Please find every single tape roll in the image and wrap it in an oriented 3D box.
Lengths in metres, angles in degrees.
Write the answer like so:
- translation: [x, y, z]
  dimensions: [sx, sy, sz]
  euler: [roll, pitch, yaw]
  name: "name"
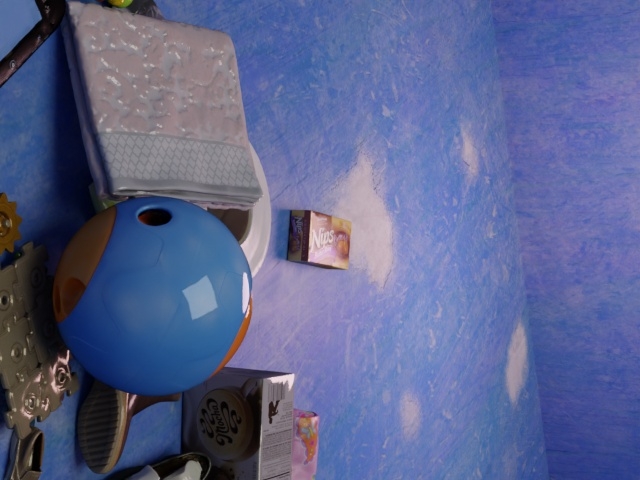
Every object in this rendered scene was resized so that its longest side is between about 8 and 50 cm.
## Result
- translation: [-0.195, -0.058, 1.889]
  dimensions: [0.286, 0.100, 0.286]
  euler: [22, 65, -61]
  name: "tape roll"

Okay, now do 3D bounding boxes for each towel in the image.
- translation: [-0.238, -0.207, 1.728]
  dimensions: [0.331, 0.053, 0.317]
  euler: [2, 70, -49]
  name: "towel"

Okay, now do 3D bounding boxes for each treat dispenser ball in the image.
- translation: [-0.240, 0.079, 1.597]
  dimensions: [0.288, 0.288, 0.288]
  euler: [-5, 95, -61]
  name: "treat dispenser ball"

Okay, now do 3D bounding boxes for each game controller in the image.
- translation: [-0.446, -0.293, 1.482]
  dimensions: [0.319, 0.067, 0.166]
  euler: [-61, 141, -40]
  name: "game controller"

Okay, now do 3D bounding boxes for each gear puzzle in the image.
- translation: [-0.432, 0.099, 1.550]
  dimensions: [0.175, 0.044, 0.339]
  euler: [-47, 132, -60]
  name: "gear puzzle"

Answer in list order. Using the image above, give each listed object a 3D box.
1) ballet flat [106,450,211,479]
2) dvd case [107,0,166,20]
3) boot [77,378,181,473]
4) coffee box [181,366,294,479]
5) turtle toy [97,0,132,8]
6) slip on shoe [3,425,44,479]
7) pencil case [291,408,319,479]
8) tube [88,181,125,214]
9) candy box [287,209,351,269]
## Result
- translation: [-0.273, 0.400, 1.797]
  dimensions: [0.280, 0.096, 0.095]
  euler: [-23, 86, -61]
  name: "ballet flat"
- translation: [-0.308, -0.300, 1.788]
  dimensions: [0.164, 0.018, 0.221]
  euler: [59, 42, -44]
  name: "dvd case"
- translation: [-0.286, 0.251, 1.775]
  dimensions: [0.207, 0.090, 0.249]
  euler: [23, 67, -58]
  name: "boot"
- translation: [-0.147, 0.380, 1.958]
  dimensions: [0.119, 0.168, 0.297]
  euler: [3, 90, -62]
  name: "coffee box"
- translation: [-0.328, -0.401, 1.689]
  dimensions: [0.130, 0.066, 0.095]
  euler: [35, 54, -50]
  name: "turtle toy"
- translation: [-0.420, 0.333, 1.582]
  dimensions: [0.051, 0.041, 0.135]
  euler: [23, 71, -60]
  name: "slip on shoe"
- translation: [-0.070, 0.471, 2.166]
  dimensions: [0.124, 0.124, 0.284]
  euler: [10, 83, -61]
  name: "pencil case"
- translation: [-0.310, 0.005, 1.757]
  dimensions: [0.062, 0.070, 0.240]
  euler: [-24, 113, -20]
  name: "tube"
- translation: [0.000, 0.000, 2.335]
  dimensions: [0.186, 0.053, 0.109]
  euler: [15, 78, -62]
  name: "candy box"
